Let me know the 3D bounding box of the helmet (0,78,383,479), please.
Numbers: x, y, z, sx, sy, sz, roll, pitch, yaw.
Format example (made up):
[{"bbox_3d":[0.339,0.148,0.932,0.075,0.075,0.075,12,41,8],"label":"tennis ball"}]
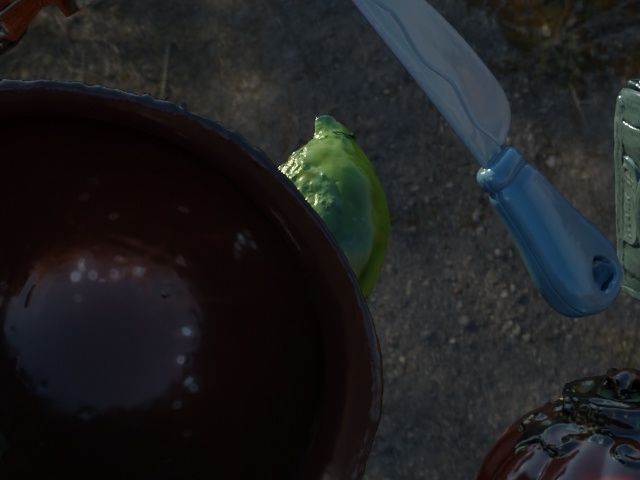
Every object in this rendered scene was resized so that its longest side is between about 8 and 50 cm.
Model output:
[{"bbox_3d":[-0.135,0.058,0.665,0.385,0.338,0.230,-16,7,14],"label":"helmet"}]

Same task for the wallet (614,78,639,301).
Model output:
[{"bbox_3d":[0.486,-0.028,1.372,0.075,0.342,0.237,-21,30,-19],"label":"wallet"}]

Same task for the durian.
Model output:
[{"bbox_3d":[0.000,0.000,1.025,0.250,0.139,0.101,-62,20,-17],"label":"durian"}]

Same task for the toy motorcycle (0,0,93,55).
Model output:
[{"bbox_3d":[-0.253,-0.296,0.872,0.325,0.221,0.148,-33,43,2],"label":"toy motorcycle"}]

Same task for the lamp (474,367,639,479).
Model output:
[{"bbox_3d":[0.229,0.202,0.777,0.227,0.227,0.227,-9,53,12],"label":"lamp"}]

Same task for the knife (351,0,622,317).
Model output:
[{"bbox_3d":[0.084,-0.062,0.536,0.058,0.244,0.032,-42,11,-32],"label":"knife"}]
